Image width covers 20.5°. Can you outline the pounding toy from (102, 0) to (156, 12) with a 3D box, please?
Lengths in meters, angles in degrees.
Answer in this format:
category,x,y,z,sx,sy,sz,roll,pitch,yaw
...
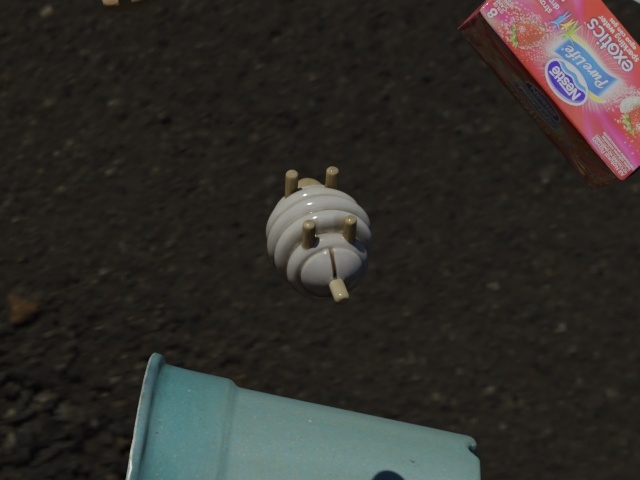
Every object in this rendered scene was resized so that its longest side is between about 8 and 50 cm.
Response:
category,x,y,z,sx,sy,sz,roll,pitch,yaw
pounding toy,-0.165,-0.361,1.758,0.154,0.155,0.269,-8,115,2

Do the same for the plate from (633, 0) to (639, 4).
category,x,y,z,sx,sy,sz,roll,pitch,yaw
plate,0.173,-0.152,0.807,0.188,0.024,0.188,14,39,-11

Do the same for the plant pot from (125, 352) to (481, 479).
category,x,y,z,sx,sy,sz,roll,pitch,yaw
plant pot,-0.023,0.298,1.750,0.334,0.341,0.341,6,73,-1

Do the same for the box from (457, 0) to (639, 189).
category,x,y,z,sx,sy,sz,roll,pitch,yaw
box,0.291,-0.194,2.036,0.123,0.128,0.257,-40,92,-8

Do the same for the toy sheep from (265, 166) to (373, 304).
category,x,y,z,sx,sy,sz,roll,pitch,yaw
toy sheep,0.000,0.000,1.366,0.091,0.091,0.132,23,33,-29
